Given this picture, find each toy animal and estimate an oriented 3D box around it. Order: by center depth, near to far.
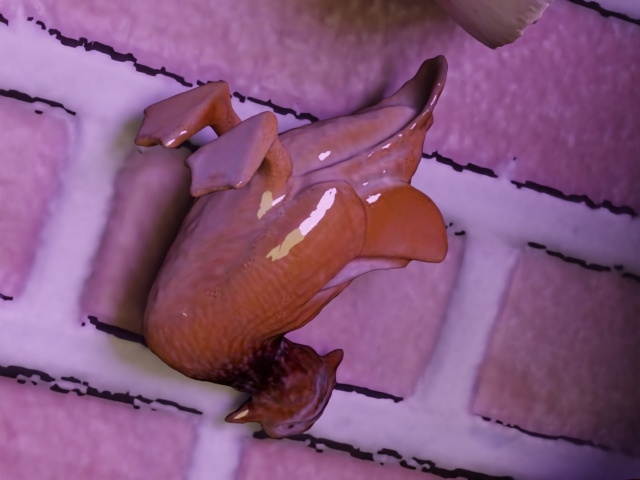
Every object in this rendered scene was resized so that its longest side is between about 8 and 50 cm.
[{"bbox_3d":[0.000,0.000,0.810,0.188,0.089,0.179,-36,128,-11],"label":"toy animal"}]

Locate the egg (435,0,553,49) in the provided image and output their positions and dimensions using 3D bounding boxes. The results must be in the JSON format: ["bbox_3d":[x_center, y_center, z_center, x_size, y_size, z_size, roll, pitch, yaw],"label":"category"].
[{"bbox_3d":[0.087,-0.205,0.730,0.162,0.206,0.271,42,42,-1],"label":"egg"}]

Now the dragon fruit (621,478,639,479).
[{"bbox_3d":[0.174,0.204,0.862,0.209,0.172,0.172,33,88,-2],"label":"dragon fruit"}]
